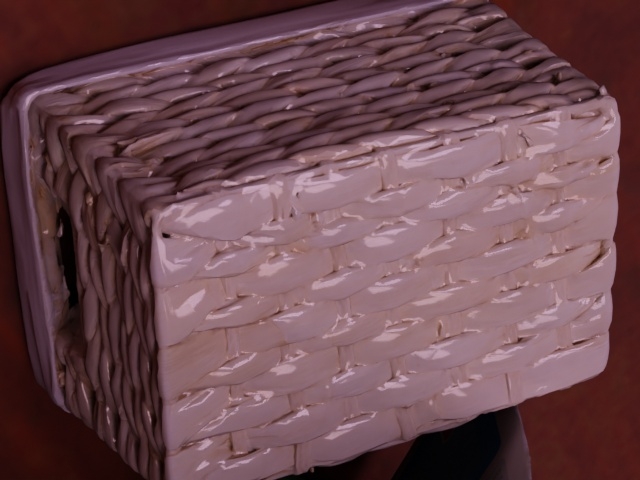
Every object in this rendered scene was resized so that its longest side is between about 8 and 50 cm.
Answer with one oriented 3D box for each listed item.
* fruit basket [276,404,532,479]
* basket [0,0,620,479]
[{"bbox_3d":[-0.012,0.218,0.560,0.165,0.353,0.327,22,106,-1],"label":"fruit basket"},{"bbox_3d":[0.000,0.000,0.597,0.167,0.103,0.113,-15,120,-22],"label":"basket"}]
